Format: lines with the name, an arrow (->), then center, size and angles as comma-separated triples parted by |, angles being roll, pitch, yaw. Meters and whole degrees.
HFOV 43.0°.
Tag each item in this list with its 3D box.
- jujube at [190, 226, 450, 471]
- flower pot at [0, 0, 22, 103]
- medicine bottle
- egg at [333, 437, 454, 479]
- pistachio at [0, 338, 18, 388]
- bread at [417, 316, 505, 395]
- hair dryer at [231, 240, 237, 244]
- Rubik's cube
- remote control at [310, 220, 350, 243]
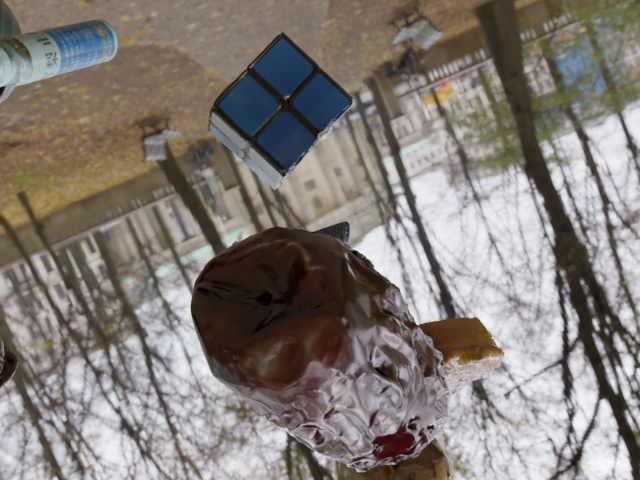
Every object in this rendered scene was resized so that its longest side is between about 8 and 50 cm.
jujube -> 0.012, 0.135, 0.997 | 0.258, 0.376, 0.258 | -27, -134, 32
flower pot -> -0.475, -0.237, 0.957 | 0.243, 0.157, 0.189 | 12, 128, -29
medicine bottle -> -0.292, -0.200, 0.868 | 0.051, 0.051, 0.191 | -19, -168, 29
egg -> 0.117, 0.392, 1.351 | 0.194, 0.195, 0.233 | -25, -151, -16
pistachio -> -0.530, 0.155, 1.133 | 0.210, 0.165, 0.130 | 18, 150, -22
bread -> 0.219, 0.238, 1.609 | 0.260, 0.129, 0.134 | -32, 143, 15
hair dryer -> -0.148, 0.115, 1.661 | 0.206, 0.237, 0.075 | -20, -168, 8
Rubik's cube -> -0.071, -0.212, 1.377 | 0.183, 0.167, 0.180 | -47, -176, -7
remote control -> -0.001, -0.001, 1.582 | 0.027, 0.044, 0.152 | 28, 151, -35
